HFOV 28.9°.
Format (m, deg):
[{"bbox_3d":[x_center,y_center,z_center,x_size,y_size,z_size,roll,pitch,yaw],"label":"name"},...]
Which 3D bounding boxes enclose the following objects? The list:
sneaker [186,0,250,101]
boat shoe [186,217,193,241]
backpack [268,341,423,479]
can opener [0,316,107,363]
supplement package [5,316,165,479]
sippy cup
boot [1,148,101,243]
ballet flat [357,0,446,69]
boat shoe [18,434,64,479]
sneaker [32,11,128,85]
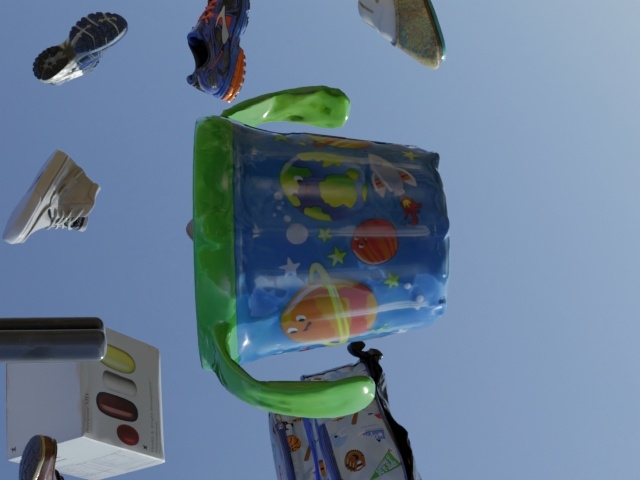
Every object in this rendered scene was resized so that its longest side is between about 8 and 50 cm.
[{"bbox_3d":[-0.163,-0.329,1.926,0.087,0.083,0.221,6,-103,-26],"label":"sneaker"},{"bbox_3d":[-0.098,0.038,1.753,0.096,0.098,0.277,58,174,-35],"label":"boat shoe"},{"bbox_3d":[0.045,0.325,1.699,0.263,0.213,0.277,-126,16,-58],"label":"backpack"},{"bbox_3d":[-0.426,0.111,1.642,0.283,0.095,0.076,0,-157,-13],"label":"can opener"},{"bbox_3d":[-0.361,0.248,1.915,0.203,0.149,0.194,32,-135,-54],"label":"supplement package"},{"bbox_3d":[0.000,0.000,1.135,0.224,0.306,0.240,-2,179,-3],"label":"sippy cup"},{"bbox_3d":[-0.470,-0.056,2.225,0.123,0.095,0.258,38,-144,-16],"label":"boot"},{"bbox_3d":[0.102,-0.407,1.965,0.123,0.123,0.349,14,-128,-44],"label":"ballet flat"},{"bbox_3d":[-0.352,0.311,1.575,0.060,0.178,0.064,4,-141,-22],"label":"boat shoe"},{"bbox_3d":[-0.305,-0.245,1.599,0.052,0.135,0.058,59,-178,17],"label":"sneaker"}]
